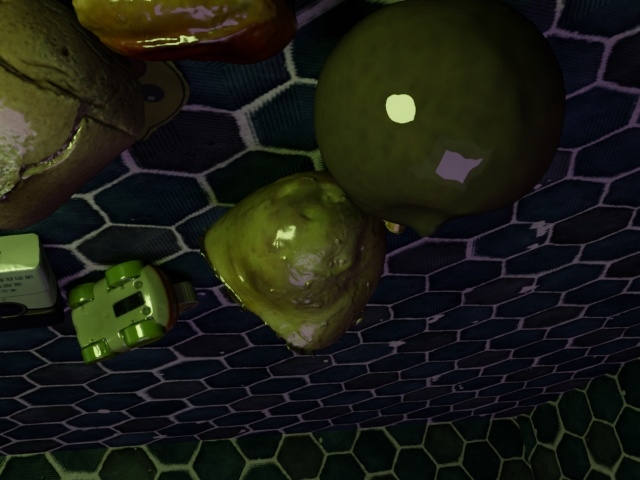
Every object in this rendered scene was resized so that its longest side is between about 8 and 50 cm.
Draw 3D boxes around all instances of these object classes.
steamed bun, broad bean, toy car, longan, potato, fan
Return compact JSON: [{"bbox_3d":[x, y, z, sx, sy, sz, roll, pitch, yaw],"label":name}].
[{"bbox_3d":[-0.353,-0.131,0.865,0.252,0.199,0.301,-26,145,35],"label":"steamed bun"},{"bbox_3d":[-0.134,-0.244,0.838,0.229,0.122,0.156,2,178,-14],"label":"broad bean"},{"bbox_3d":[-0.336,0.131,1.542,0.235,0.145,0.235,-18,170,-3],"label":"toy car"},{"bbox_3d":[0.133,-0.147,0.973,0.297,0.297,0.297,-9,155,-4],"label":"longan"},{"bbox_3d":[0.000,0.000,1.275,0.301,0.288,0.237,41,120,-5],"label":"potato"},{"bbox_3d":[-0.293,-0.198,0.990,0.230,0.011,0.335,-15,154,11],"label":"fan"}]

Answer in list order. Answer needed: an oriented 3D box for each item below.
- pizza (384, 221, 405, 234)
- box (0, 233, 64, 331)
[{"bbox_3d":[0.185,-0.115,1.219,0.188,0.081,0.204,-24,138,-53],"label":"pizza"},{"bbox_3d":[-0.541,0.080,1.399,0.168,0.071,0.259,-7,153,-10],"label":"box"}]
